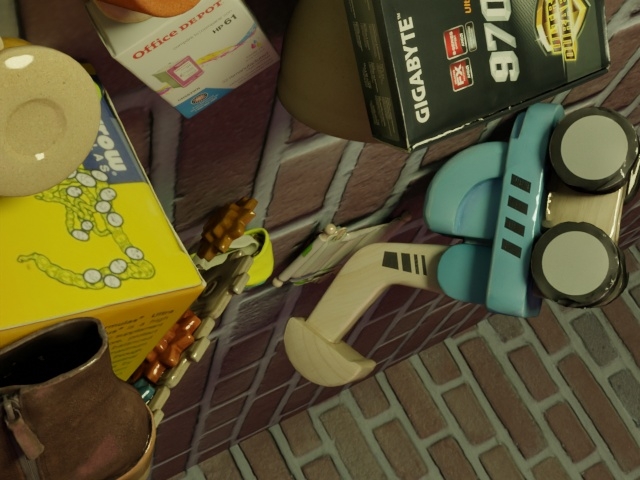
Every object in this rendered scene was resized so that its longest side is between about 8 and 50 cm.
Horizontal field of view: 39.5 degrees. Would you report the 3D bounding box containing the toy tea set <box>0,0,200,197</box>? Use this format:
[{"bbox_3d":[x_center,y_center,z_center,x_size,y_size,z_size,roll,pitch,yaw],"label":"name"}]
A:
[{"bbox_3d":[-0.216,-0.124,0.453,0.336,0.124,0.200,-7,123,-44],"label":"toy tea set"}]

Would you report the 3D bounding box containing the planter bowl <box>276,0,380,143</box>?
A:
[{"bbox_3d":[0.048,-0.161,0.670,0.162,0.162,0.109,-21,133,-27],"label":"planter bowl"}]

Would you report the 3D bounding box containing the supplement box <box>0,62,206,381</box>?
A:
[{"bbox_3d":[-0.275,0.059,0.663,0.195,0.194,0.356,-13,155,-43],"label":"supplement box"}]

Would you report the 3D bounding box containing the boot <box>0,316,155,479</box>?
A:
[{"bbox_3d":[-0.228,0.144,0.556,0.248,0.090,0.207,-24,149,-14],"label":"boot"}]

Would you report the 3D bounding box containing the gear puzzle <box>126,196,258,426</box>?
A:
[{"bbox_3d":[-0.151,0.069,0.873,0.175,0.044,0.339,-18,-147,48],"label":"gear puzzle"}]

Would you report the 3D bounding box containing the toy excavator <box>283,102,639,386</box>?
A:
[{"bbox_3d":[0.192,0.017,1.240,0.445,0.433,0.222,9,180,23],"label":"toy excavator"}]

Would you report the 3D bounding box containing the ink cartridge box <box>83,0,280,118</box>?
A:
[{"bbox_3d":[-0.092,-0.145,0.623,0.088,0.052,0.122,-32,161,7],"label":"ink cartridge box"}]

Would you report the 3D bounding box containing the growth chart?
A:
[{"bbox_3d":[0.033,0.017,1.303,0.172,0.021,0.237,-42,162,34],"label":"growth chart"}]

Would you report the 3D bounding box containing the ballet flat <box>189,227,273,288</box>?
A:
[{"bbox_3d":[-0.149,0.037,1.029,0.231,0.077,0.077,-20,139,-36],"label":"ballet flat"}]

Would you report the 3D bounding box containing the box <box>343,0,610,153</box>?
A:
[{"bbox_3d":[0.096,-0.190,0.575,0.175,0.220,0.051,-23,-155,-20],"label":"box"}]

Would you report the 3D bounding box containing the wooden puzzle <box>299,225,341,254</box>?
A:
[{"bbox_3d":[0.000,0.000,1.247,0.049,0.006,0.083,-19,160,-31],"label":"wooden puzzle"}]
